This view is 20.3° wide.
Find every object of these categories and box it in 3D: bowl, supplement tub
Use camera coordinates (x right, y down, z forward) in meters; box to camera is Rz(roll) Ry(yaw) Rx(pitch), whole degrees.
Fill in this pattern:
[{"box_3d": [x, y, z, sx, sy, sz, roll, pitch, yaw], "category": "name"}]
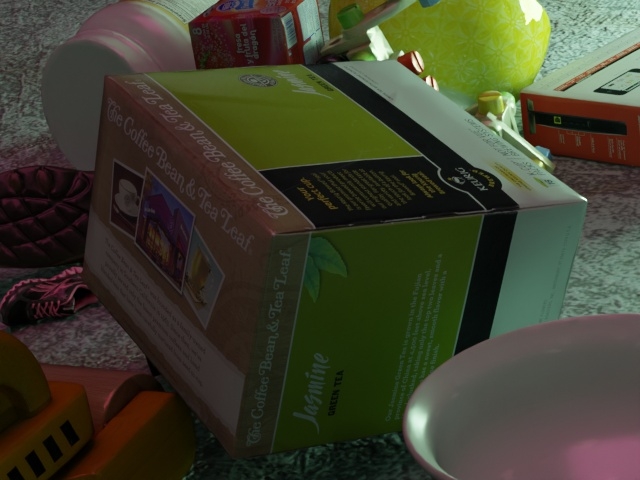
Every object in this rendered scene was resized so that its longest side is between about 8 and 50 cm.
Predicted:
[{"box_3d": [0.217, 0.177, 1.354, 0.297, 0.134, 0.298, -8, 21, 3], "category": "bowl"}, {"box_3d": [0.143, -0.211, 2.267, 0.289, 0.289, 0.156, -1, 67, 21], "category": "bowl"}, {"box_3d": [-0.180, -0.221, 2.351, 0.241, 0.241, 0.331, 8, 28, 36], "category": "supplement tub"}]

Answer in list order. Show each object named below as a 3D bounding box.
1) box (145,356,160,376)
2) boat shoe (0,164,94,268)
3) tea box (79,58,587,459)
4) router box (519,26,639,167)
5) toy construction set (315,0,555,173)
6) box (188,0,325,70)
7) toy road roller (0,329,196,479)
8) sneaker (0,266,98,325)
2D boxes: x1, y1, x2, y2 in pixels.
[{"box_3d": [-0.100, 0.074, 1.778, 0.162, 0.029, 0.116, -18, 24, -4], "category": "box"}, {"box_3d": [-0.268, -0.020, 2.083, 0.324, 0.123, 0.120, -7, -19, -8], "category": "boat shoe"}, {"box_3d": [0.000, 0.000, 1.601, 0.323, 0.220, 0.329, -5, 29, -30], "category": "tea box"}, {"box_3d": [0.465, -0.186, 2.208, 0.301, 0.082, 0.335, 13, 31, 43], "category": "router box"}, {"box_3d": [0.123, -0.188, 2.092, 0.215, 0.328, 0.151, -19, 8, 31], "category": "toy construction set"}, {"box_3d": [-0.061, -0.160, 2.130, 0.122, 0.257, 0.128, -1, 23, 21], "category": "box"}, {"box_3d": [-0.270, 0.154, 1.469, 0.202, 0.241, 0.329, 3, 25, 27], "category": "toy road roller"}, {"box_3d": [-0.295, 0.067, 1.966, 0.119, 0.047, 0.057, -23, 37, -27], "category": "sneaker"}]
